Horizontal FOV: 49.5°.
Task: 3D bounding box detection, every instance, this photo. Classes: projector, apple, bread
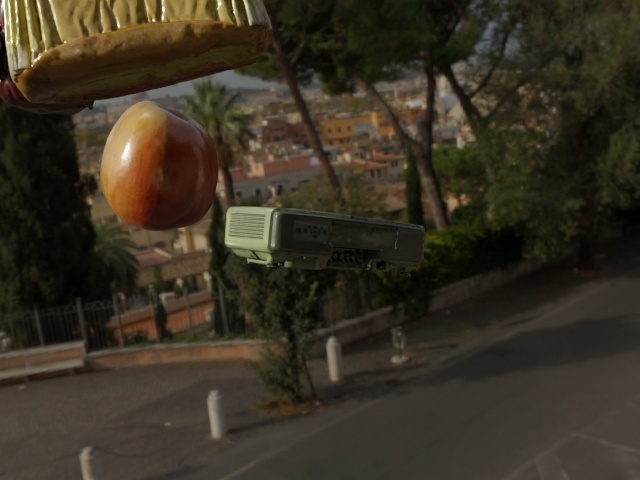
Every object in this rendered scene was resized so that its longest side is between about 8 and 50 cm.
[{"bbox_3d":[0.000,0.000,1.031,0.269,0.088,0.193,5,0,-33],"label":"projector"},{"bbox_3d":[-0.317,-0.150,1.404,0.241,0.241,0.242,15,16,-5],"label":"apple"},{"bbox_3d":[-0.200,-0.234,0.773,0.288,0.119,0.152,-13,5,-10],"label":"bread"}]

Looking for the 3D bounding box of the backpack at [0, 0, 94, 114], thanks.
[{"bbox_3d":[-0.383,-0.290,0.996,0.138,0.229,0.229,2,13,0],"label":"backpack"}]
